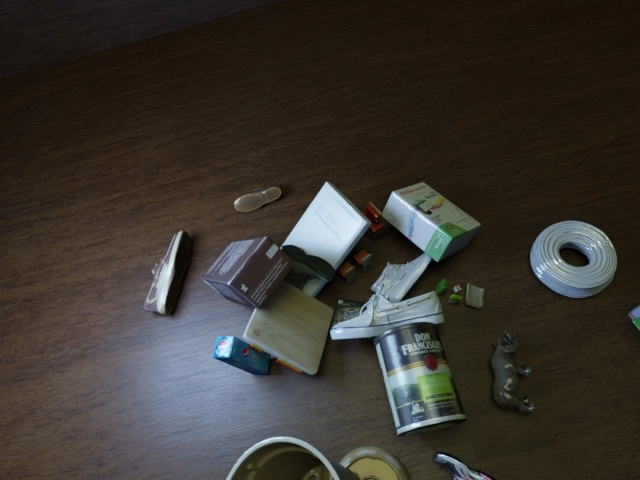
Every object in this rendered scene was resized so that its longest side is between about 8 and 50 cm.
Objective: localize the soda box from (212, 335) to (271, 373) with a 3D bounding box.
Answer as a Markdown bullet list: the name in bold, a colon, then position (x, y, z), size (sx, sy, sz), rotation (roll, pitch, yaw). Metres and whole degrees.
- **soda box**: position (-0.249, 0.372, 1.340), size (0.071, 0.210, 0.067), rotation (-8, 56, 27)

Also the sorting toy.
- **sorting toy**: position (-0.110, 0.286, 1.380), size (0.257, 0.089, 0.256), rotation (32, 43, -11)

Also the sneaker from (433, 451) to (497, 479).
- **sneaker**: position (0.393, 0.655, 1.147), size (0.178, 0.072, 0.077), rotation (21, 77, 27)

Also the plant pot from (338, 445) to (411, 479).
- **plant pot**: position (0.145, 0.712, 1.180), size (0.236, 0.032, 0.237), rotation (-4, 60, 8)

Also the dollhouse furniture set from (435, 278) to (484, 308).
- **dollhouse furniture set**: position (0.478, 0.185, 1.427), size (0.151, 0.059, 0.076), rotation (19, 56, -1)

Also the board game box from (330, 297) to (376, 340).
- **board game box**: position (0.135, 0.274, 1.438), size (0.186, 0.026, 0.126), rotation (8, 62, 14)

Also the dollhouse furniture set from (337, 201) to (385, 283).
- **dollhouse furniture set**: position (0.106, -0.020, 1.549), size (0.259, 0.135, 0.262), rotation (-34, 60, -10)

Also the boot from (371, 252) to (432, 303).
- **boot**: position (0.290, 0.104, 1.465), size (0.123, 0.095, 0.258), rotation (37, 73, 19)

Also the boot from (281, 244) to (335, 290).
- **boot**: position (-0.058, 0.128, 1.466), size (0.246, 0.161, 0.083), rotation (27, 24, 35)

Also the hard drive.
- **hard drive**: position (0.000, 0.000, 1.496), size (0.233, 0.047, 0.353), rotation (48, 113, 29)

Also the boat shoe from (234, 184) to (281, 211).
- **boat shoe**: position (-0.261, -0.178, 1.755), size (0.206, 0.073, 0.073), rotation (-17, 21, -3)

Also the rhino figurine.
- **rhino figurine**: position (0.573, 0.392, 1.262), size (0.106, 0.073, 0.244), rotation (4, 60, 9)

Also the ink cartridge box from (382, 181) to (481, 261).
- **ink cartridge box**: position (0.391, -0.075, 1.493), size (0.201, 0.117, 0.278), rotation (-20, 52, -39)

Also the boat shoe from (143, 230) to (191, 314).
- **boat shoe**: position (-0.599, 0.117, 1.616), size (0.123, 0.123, 0.343), rotation (2, 67, 10)

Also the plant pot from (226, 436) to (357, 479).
- **plant pot**: position (-0.035, 0.683, 1.049), size (0.333, 0.305, 0.334), rotation (-10, 61, 20)

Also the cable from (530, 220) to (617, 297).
- **cable**: position (0.846, 0.058, 1.393), size (0.256, 0.089, 0.257), rotation (-30, 59, -7)

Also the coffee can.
- **coffee can**: position (0.288, 0.407, 1.231), size (0.201, 0.202, 0.276), rotation (-14, 59, 3)

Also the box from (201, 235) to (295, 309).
- **box**: position (-0.258, 0.104, 1.420), size (0.143, 0.381, 0.191), rotation (43, 70, -18)

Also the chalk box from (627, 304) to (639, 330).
- **chalk box**: position (1.036, 0.231, 1.235), size (0.212, 0.132, 0.133), rotation (-21, 60, -1)

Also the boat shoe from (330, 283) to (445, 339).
- **boat shoe**: position (0.203, 0.220, 1.338), size (0.366, 0.136, 0.157), rotation (-12, 77, 4)
